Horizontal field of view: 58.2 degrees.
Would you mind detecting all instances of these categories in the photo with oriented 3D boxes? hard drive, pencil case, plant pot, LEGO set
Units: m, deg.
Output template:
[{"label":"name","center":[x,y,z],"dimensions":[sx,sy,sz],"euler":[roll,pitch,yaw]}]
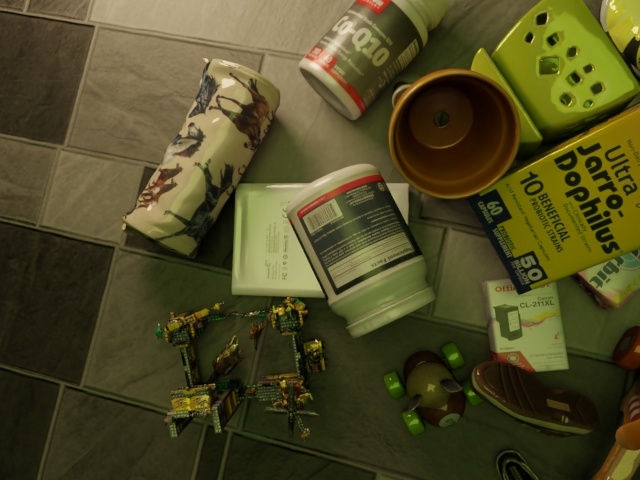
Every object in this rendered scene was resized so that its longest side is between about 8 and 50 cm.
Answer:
[{"label":"hard drive","center":[0.000,0.000,1.170],"dimensions":[0.354,0.047,0.232],"euler":[1,85,9]},{"label":"pencil case","center":[-0.246,-0.160,1.167],"dimensions":[0.184,0.160,0.410],"euler":[28,89,31]},{"label":"plant pot","center":[0.404,-0.282,1.057],"dimensions":[0.207,0.227,0.228],"euler":[-32,81,11]},{"label":"LEGO set","center":[-0.161,0.238,1.078],"dimensions":[0.332,0.192,0.254],"euler":[0,95,7]},{"label":"plant pot","center":[0.218,-0.197,0.990],"dimensions":[0.205,0.188,0.205],"euler":[2,113,4]}]

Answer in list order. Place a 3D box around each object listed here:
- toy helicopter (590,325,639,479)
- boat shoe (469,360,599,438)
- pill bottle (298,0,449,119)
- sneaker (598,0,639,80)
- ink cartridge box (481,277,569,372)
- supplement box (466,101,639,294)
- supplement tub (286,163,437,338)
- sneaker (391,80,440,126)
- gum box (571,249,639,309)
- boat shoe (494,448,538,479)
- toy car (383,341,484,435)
[{"label":"toy helicopter","center":[0.548,0.317,0.962],"dimensions":[0.140,0.235,0.354],"euler":[30,89,10]},{"label":"boat shoe","center":[0.367,0.299,1.032],"dimensions":[0.258,0.095,0.095],"euler":[25,47,-10]},{"label":"pill bottle","center":[0.107,-0.394,1.137],"dimensions":[0.161,0.161,0.283],"euler":[43,91,10]},{"label":"sneaker","center":[0.672,-0.337,1.056],"dimensions":[0.145,0.147,0.384],"euler":[-36,79,5]},{"label":"ink cartridge box","center":[0.382,0.156,1.084],"dimensions":[0.128,0.072,0.174],"euler":[-7,84,8]},{"label":"supplement box","center":[0.462,-0.084,0.954],"dimensions":[0.357,0.195,0.194],"euler":[-29,90,32]},{"label":"supplement tub","center":[0.073,0.018,1.037],"dimensions":[0.191,0.191,0.272],"euler":[-26,81,5]},{"label":"sneaker","center":[0.207,-0.216,1.152],"dimensions":[0.083,0.118,0.221],"euler":[-19,111,13]},{"label":"gum box","center":[0.563,0.033,1.075],"dimensions":[0.188,0.062,0.107],"euler":[-46,80,2]},{"label":"boat shoe","center":[0.394,0.492,1.049],"dimensions":[0.078,0.070,0.219],"euler":[-34,81,4]},{"label":"toy car","center":[0.206,0.277,1.039],"dimensions":[0.155,0.188,0.148],"euler":[-29,81,5]}]
